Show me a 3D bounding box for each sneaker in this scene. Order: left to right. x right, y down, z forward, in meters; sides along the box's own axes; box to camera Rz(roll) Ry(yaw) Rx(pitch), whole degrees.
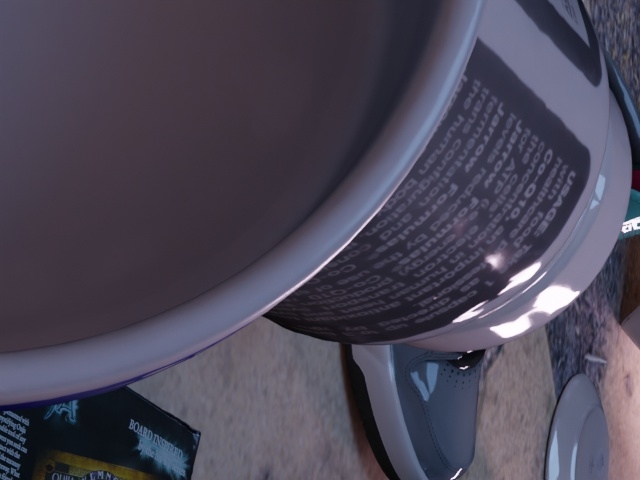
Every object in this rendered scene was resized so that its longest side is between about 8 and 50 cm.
[{"bbox_3d":[0.115,0.003,1.029,0.124,0.178,0.295,-26,117,-61],"label":"sneaker"}]

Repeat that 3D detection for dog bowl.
[{"bbox_3d":[-0.093,-0.087,0.483,0.104,0.265,0.265,134,-35,-78],"label":"dog bowl"}]

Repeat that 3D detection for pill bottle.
[{"bbox_3d":[-0.001,-0.069,0.750,0.361,0.204,0.204,31,65,-61],"label":"pill bottle"}]

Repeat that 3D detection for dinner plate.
[{"bbox_3d":[0.202,0.173,1.416,0.141,0.017,0.141,4,90,-66],"label":"dinner plate"}]

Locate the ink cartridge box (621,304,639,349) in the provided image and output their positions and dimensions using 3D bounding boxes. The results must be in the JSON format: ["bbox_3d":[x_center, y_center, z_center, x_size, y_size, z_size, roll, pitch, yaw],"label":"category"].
[{"bbox_3d":[0.463,0.127,1.620,0.166,0.285,0.395,-45,160,17],"label":"ink cartridge box"}]

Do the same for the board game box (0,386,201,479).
[{"bbox_3d":[-0.112,0.109,0.744,0.186,0.026,0.126,45,53,-57],"label":"board game box"}]
